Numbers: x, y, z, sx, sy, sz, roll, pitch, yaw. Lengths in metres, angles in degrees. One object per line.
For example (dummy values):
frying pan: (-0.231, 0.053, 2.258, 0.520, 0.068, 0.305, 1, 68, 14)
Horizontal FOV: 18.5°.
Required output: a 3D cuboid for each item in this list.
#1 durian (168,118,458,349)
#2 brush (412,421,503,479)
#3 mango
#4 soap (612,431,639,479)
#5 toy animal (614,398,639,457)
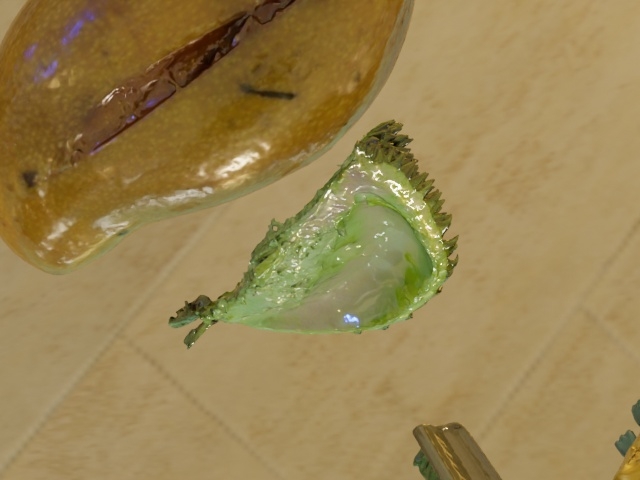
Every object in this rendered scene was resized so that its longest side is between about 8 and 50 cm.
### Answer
durian: (0.000, 0.000, 0.965, 0.100, 0.215, 0.086, -3, 65, -30)
brush: (0.152, 0.256, 1.622, 0.054, 0.282, 0.048, -6, 129, -25)
mango: (-0.076, -0.099, 1.113, 0.295, 0.120, 0.177, -37, 105, 1)
soap: (0.248, 0.170, 1.213, 0.324, 0.096, 0.204, -40, 138, -62)
toy animal: (0.306, 0.191, 1.511, 0.103, 0.100, 0.208, -38, 131, 5)
